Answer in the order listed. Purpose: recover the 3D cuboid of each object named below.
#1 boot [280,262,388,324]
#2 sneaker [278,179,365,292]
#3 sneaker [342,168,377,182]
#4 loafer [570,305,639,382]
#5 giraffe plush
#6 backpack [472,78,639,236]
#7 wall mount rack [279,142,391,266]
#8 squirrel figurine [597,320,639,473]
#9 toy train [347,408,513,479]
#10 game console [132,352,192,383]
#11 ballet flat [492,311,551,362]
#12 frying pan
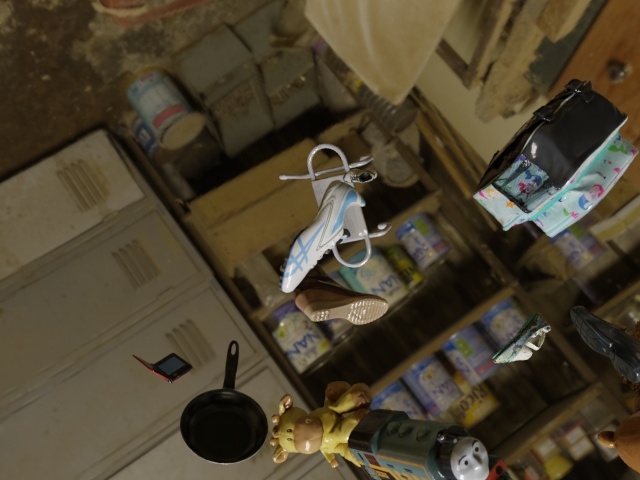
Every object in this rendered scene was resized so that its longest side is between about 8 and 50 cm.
[{"bbox_3d":[0.036,0.121,1.778,0.248,0.207,0.090,1,126,-29],"label":"boot"},{"bbox_3d":[0.000,0.000,1.283,0.237,0.086,0.085,-58,176,-2],"label":"sneaker"},{"bbox_3d":[0.088,-0.149,1.590,0.083,0.032,0.037,-9,-161,23],"label":"sneaker"},{"bbox_3d":[0.514,0.172,1.208,0.061,0.170,0.062,-32,143,-9],"label":"loafer"},{"bbox_3d":[-0.009,0.376,1.382,0.170,0.182,0.210,8,152,-35],"label":"giraffe plush"},{"bbox_3d":[0.390,-0.122,1.173,0.225,0.191,0.253,-42,179,-27],"label":"backpack"},{"bbox_3d":[0.025,-0.099,1.906,0.304,0.350,0.130,-10,-166,24],"label":"wall mount rack"},{"bbox_3d":[0.796,0.367,1.598,0.370,0.397,0.281,-16,175,-34],"label":"squirrel figurine"},{"bbox_3d":[0.182,0.384,1.151,0.142,0.190,0.334,-40,-170,-25],"label":"toy train"},{"bbox_3d":[-0.483,0.371,2.096,0.124,0.144,0.085,-31,118,-28],"label":"game console"},{"bbox_3d":[0.469,0.234,1.571,0.188,0.070,0.070,-37,166,-30],"label":"ballet flat"},{"bbox_3d":[-0.240,0.379,1.580,0.197,0.326,0.053,-6,132,-25],"label":"frying pan"}]
